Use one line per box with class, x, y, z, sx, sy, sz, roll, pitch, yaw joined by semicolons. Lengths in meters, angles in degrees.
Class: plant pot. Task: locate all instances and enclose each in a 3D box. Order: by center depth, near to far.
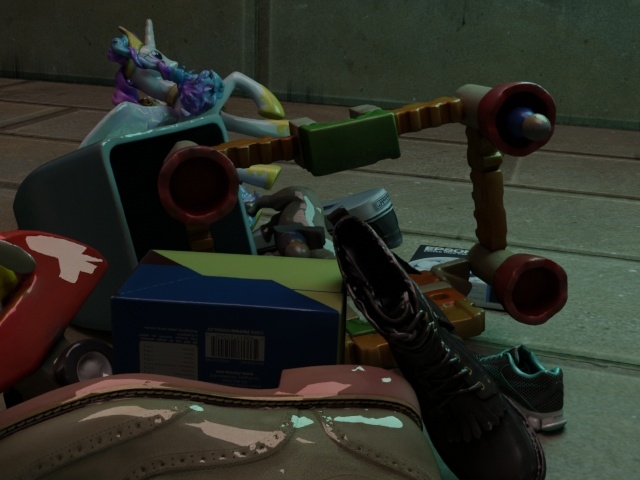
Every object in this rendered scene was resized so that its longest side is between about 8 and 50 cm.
plant pot;-0.274;-0.015;1.203;0.252;0.247;0.247;-8;10;32

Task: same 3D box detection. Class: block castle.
block castle;0.055;-0.004;1.019;0.454;0.302;0.213;-13;18;-12

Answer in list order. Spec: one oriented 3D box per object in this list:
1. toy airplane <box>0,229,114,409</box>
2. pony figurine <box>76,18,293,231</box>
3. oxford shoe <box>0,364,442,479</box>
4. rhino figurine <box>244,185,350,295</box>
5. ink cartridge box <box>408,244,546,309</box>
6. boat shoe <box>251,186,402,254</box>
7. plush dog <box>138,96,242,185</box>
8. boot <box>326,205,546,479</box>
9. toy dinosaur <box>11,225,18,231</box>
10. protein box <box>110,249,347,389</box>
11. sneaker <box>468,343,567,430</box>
toy airplane;-0.384;0.098;0.706;0.386;0.272;0.384;-28;4;-1
pony figurine;-0.244;-0.163;1.466;0.364;0.350;0.303;27;-11;-1
oxford shoe;-0.097;0.187;0.625;0.397;0.140;0.146;-8;39;-12
rhino figurine;-0.025;0.020;1.242;0.106;0.073;0.243;-27;55;9
ink cartridge box;0.246;0.048;1.363;0.206;0.045;0.208;7;17;15
boat shoe;0.003;-0.002;1.386;0.306;0.104;0.113;-15;16;39
plush dog;-0.294;-0.185;1.717;0.211;0.225;0.262;17;23;37
boot;0.097;0.109;0.787;0.091;0.229;0.263;-35;60;2
toy dinosaur;-0.491;0.008;1.381;0.183;0.053;0.092;5;20;7
protein box;-0.079;0.128;0.820;0.200;0.201;0.136;3;18;4
sneaker;0.217;0.149;0.995;0.065;0.076;0.166;-10;22;-35
